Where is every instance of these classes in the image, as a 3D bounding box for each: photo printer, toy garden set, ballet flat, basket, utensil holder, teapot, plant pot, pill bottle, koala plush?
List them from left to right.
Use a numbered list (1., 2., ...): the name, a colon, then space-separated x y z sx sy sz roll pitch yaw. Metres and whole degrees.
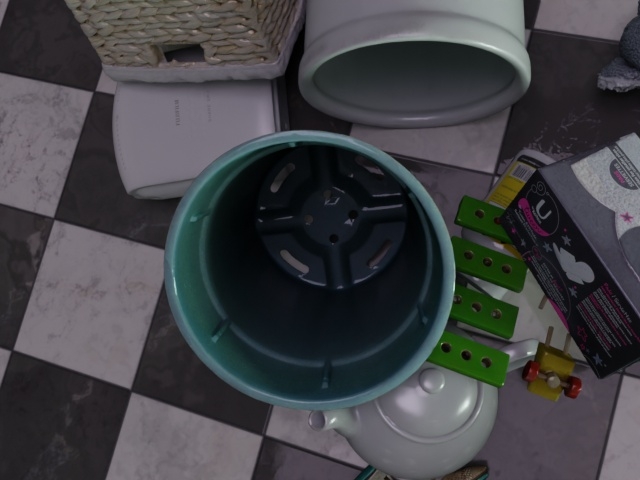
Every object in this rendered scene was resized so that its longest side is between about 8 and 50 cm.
1. basket: -0.197 -0.453 1.132 0.329 0.266 0.331 4 58 21
2. photo printer: -0.208 -0.205 1.239 0.308 0.107 0.255 -7 79 13
3. plant pot: 0.000 0.000 0.999 0.341 0.334 0.341 2 105 5
4. ballet flat: 0.105 0.343 1.097 0.052 0.057 0.168 42 93 7
5. utensil holder: 0.137 -0.402 1.075 0.328 0.327 0.385 -1 79 14
6. teapot: 0.144 0.207 1.011 0.253 0.187 0.256 27 69 6
7. ballet flat: 0.155 0.389 1.071 0.206 0.073 0.067 -44 59 0
8. toy garden set: 0.251 0.083 0.959 0.204 0.049 0.244 20 63 1
9. pill bottle: 0.285 -0.021 1.078 0.119 0.119 0.208 37 92 17
10. koala plush: 0.526 -0.268 1.033 0.221 0.203 0.196 34 103 36

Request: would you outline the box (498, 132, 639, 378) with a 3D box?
1. box: 0.372 0.016 0.903 0.163 0.142 0.247 -21 70 -18
